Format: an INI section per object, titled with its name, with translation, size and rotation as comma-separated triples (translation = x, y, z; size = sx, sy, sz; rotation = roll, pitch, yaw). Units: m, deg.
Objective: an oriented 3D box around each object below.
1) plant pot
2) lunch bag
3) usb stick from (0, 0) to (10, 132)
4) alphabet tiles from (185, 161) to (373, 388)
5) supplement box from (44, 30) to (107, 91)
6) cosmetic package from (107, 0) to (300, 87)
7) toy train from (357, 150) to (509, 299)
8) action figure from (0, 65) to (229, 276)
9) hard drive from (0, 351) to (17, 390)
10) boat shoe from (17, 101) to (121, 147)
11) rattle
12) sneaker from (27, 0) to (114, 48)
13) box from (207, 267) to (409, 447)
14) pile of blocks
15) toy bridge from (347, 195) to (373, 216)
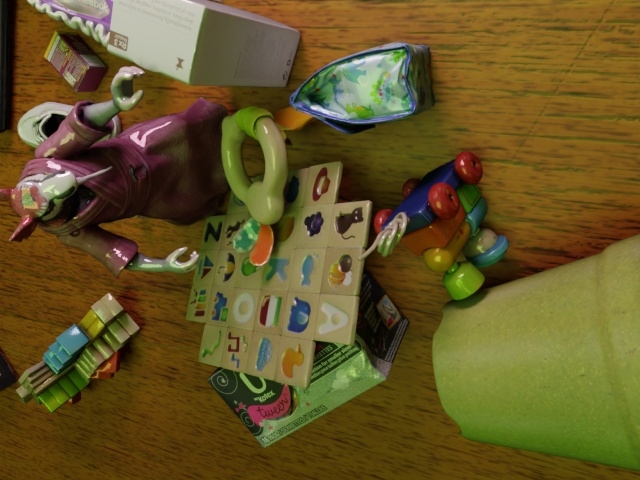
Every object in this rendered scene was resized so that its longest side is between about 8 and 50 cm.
[plant pot]
translation = 0.281, 0.137, 0.573
size = 0.253, 0.276, 0.276
rotation = -16, 101, 39
[lunch bag]
translation = 0.053, -0.184, 0.614
size = 0.151, 0.129, 0.096
rotation = -1, 107, 23
[usb stick]
translation = -0.588, -0.328, 0.887
size = 0.077, 0.045, 0.278
rotation = 25, 115, 15
[alphabet tiles]
translation = -0.075, 0.040, 0.693
size = 0.342, 0.011, 0.285
rotation = -2, 74, 43
[supplement box]
translation = -0.402, -0.294, 0.820
size = 0.083, 0.043, 0.055
rotation = 48, 119, 3
[cosmetic package]
translation = -0.128, -0.245, 0.611
size = 0.117, 0.231, 0.086
rotation = 24, 112, 14
[toy train]
translation = 0.136, 0.012, 0.582
size = 0.105, 0.248, 0.143
rotation = -26, 104, 45
[action figure]
translation = -0.269, -0.092, 0.647
size = 0.275, 0.370, 0.248
rotation = 8, 109, 23
[hard drive]
translation = -0.915, 0.306, 1.236
size = 0.338, 0.064, 0.237
rotation = -28, 95, 28
[boat shoe]
translation = -0.454, -0.198, 0.857
size = 0.226, 0.076, 0.083
rotation = -2, 107, 24
[rattle]
translation = -0.056, -0.081, 0.687
size = 0.130, 0.142, 0.200
rotation = -8, 100, 33
[sneaker]
translation = -0.334, -0.359, 0.748
size = 0.236, 0.095, 0.105
rotation = 28, 110, 7
[box]
translation = -0.018, 0.164, 0.744
size = 0.247, 0.163, 0.142
rotation = -40, 91, 29
[pile of blocks]
translation = -0.475, 0.253, 0.980
size = 0.113, 0.149, 0.362
rotation = 47, 118, 3
[toy bridge]
translation = 0.000, 0.000, 0.758
size = 0.188, 0.026, 0.063
rotation = -26, 98, 28
